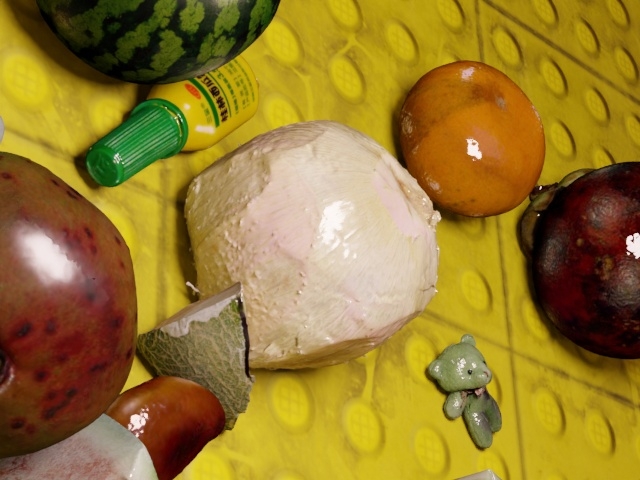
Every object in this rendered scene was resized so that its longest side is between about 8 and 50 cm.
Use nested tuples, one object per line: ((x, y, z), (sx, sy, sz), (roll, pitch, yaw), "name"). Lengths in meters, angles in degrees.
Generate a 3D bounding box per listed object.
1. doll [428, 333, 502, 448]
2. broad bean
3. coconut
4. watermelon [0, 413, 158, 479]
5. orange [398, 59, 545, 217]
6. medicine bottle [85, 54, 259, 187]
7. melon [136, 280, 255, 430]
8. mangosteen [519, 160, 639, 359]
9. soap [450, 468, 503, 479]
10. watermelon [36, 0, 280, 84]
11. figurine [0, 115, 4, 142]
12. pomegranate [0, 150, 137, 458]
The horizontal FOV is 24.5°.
((0.214, 0.207, 2.022), (0.115, 0.077, 0.150), (-41, 113, -41), "doll")
((-0.176, 0.202, 1.557), (0.165, 0.084, 0.114), (-36, 107, -48), "broad bean")
((0.000, 0.000, 1.742), (0.297, 0.254, 0.297), (27, 51, -39), "coconut")
((-0.244, 0.300, 1.397), (0.232, 0.193, 0.310), (18, 67, -66), "watermelon")
((0.216, -0.143, 2.143), (0.240, 0.171, 0.240), (23, 51, -31), "orange")
((-0.177, -0.145, 1.768), (0.111, 0.076, 0.309), (56, 39, -7), "medicine bottle")
((-0.137, 0.121, 1.639), (0.139, 0.202, 0.093), (7, 32, 1), "melon")
((0.448, 0.025, 2.267), (0.306, 0.359, 0.306), (-11, 107, -39), "mangosteen")
((0.150, 0.392, 1.730), (0.138, 0.199, 0.182), (45, 42, -26), "soap")
((-0.188, -0.320, 1.691), (0.285, 0.285, 0.285), (27, 50, -38), "watermelon")
((-0.441, -0.151, 1.371), (0.382, 0.205, 0.225), (-33, 101, -61), "figurine")
((-0.325, 0.042, 1.369), (0.290, 0.291, 0.323), (18, 16, -43), "pomegranate")
